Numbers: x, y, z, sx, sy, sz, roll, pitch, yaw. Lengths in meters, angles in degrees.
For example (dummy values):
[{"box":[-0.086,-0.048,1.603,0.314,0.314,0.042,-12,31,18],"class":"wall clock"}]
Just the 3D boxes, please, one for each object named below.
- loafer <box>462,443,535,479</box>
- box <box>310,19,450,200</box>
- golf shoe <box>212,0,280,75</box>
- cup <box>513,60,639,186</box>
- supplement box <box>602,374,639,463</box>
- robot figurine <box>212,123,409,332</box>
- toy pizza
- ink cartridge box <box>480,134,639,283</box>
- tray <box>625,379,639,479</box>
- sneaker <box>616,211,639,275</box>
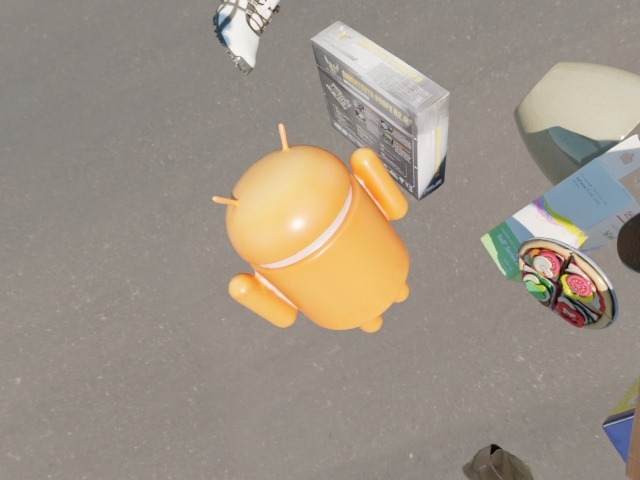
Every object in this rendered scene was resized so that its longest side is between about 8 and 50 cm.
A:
[{"box":[0.182,0.234,0.454,0.056,0.148,0.050,32,82,-2],"class":"loafer"},{"box":[0.088,-0.191,0.697,0.056,0.183,0.231,-36,58,-11],"class":"box"},{"box":[-0.106,-0.342,0.702,0.094,0.077,0.198,-17,66,20],"class":"golf shoe"},{"box":[0.659,-0.330,1.233,0.237,0.331,0.331,42,90,11],"class":"cup"},{"box":[0.596,0.257,0.664,0.195,0.357,0.194,-45,66,40],"class":"supplement box"},{"box":[0.001,-0.002,0.446,0.158,0.219,0.128,-24,40,24],"class":"robot figurine"},{"box":[0.430,0.082,0.842,0.032,0.201,0.201,-35,69,-14],"class":"toy pizza"},{"box":[0.556,-0.046,1.009,0.353,0.207,0.119,-41,57,29],"class":"ink cartridge box"},{"box":[0.291,-0.029,0.298,0.076,0.203,0.410,13,80,20],"class":"tray"},{"box":[0.477,0.005,0.504,0.123,0.290,0.105,10,83,-16],"class":"sneaker"}]
